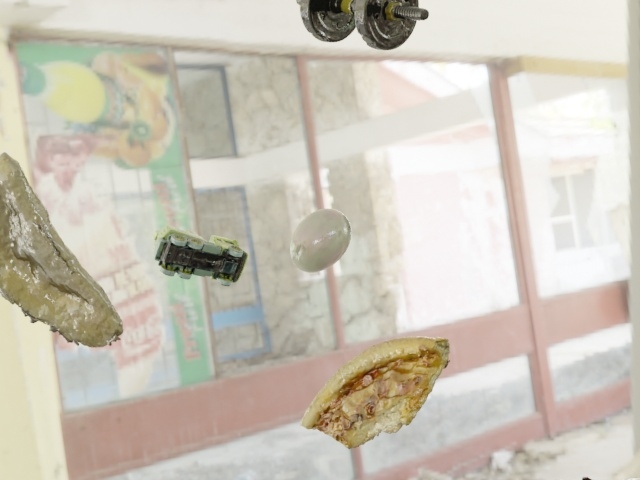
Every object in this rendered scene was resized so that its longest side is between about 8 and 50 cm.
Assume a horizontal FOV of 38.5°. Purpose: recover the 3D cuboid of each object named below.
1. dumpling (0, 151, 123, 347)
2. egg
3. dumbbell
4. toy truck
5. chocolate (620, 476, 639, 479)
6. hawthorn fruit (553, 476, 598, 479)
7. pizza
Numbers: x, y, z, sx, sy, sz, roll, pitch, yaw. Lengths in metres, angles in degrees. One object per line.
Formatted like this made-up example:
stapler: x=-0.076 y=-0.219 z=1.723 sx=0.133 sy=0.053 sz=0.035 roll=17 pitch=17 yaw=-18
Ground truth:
dumpling: x=-0.433 y=0.030 z=1.428 sx=0.166 sy=0.332 sz=0.086 roll=-25 pitch=8 yaw=29
egg: x=0.000 y=0.000 z=1.736 sx=0.135 sy=0.103 sz=0.103 roll=-49 pitch=9 yaw=-12
dumbbell: x=0.069 y=-0.427 z=1.677 sx=0.143 sy=0.143 sz=0.325 roll=-7 pitch=19 yaw=-43
toy truck: x=-0.226 y=0.020 z=1.670 sx=0.169 sy=0.077 sz=0.100 roll=11 pitch=21 yaw=-30
chocolate: x=0.410 y=0.438 z=1.055 sx=0.384 sy=0.383 sz=0.331 roll=-8 pitch=21 yaw=3
hawthorn fruit: x=0.374 y=0.418 z=1.381 sx=0.148 sy=0.148 sz=0.172 roll=-8 pitch=21 yaw=-30
pizza: x=0.075 y=0.217 z=1.307 sx=0.271 sy=0.134 sz=0.056 roll=-27 pitch=-46 yaw=35
